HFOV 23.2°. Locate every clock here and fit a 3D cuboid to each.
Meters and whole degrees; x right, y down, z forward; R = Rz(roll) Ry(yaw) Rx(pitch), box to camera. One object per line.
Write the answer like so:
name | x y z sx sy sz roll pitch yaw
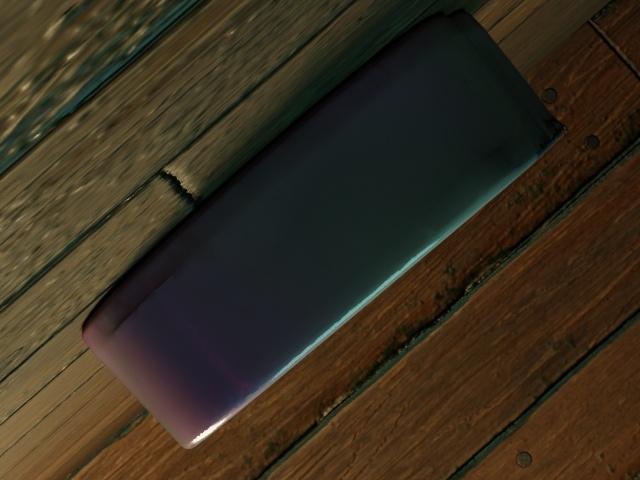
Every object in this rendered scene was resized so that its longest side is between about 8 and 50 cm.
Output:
clock | 0.000 0.000 0.991 0.338 0.102 0.338 -41 177 -2
